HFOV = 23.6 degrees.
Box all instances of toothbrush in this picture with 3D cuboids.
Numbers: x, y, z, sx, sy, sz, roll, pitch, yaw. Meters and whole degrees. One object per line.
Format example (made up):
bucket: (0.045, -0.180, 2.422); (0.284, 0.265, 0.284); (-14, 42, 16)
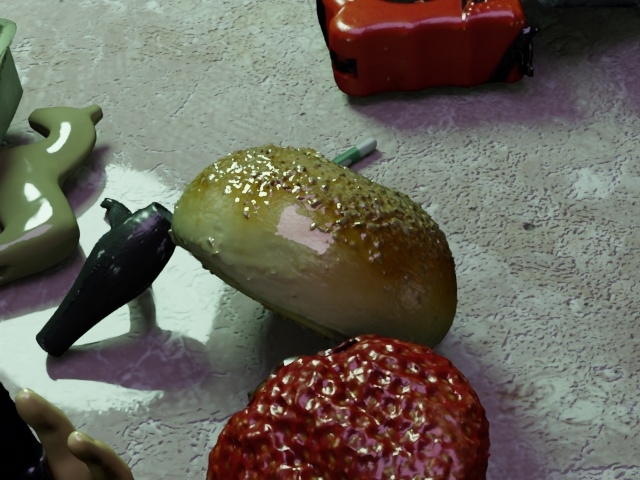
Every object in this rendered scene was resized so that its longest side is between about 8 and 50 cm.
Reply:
toothbrush: (-0.040, -0.054, 1.734); (0.257, 0.018, 0.024); (-31, 56, -21)

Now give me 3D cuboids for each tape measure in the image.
tape measure: (0.122, -0.283, 1.863); (0.253, 0.114, 0.260); (-6, 45, 0)

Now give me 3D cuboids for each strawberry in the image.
strawberry: (0.030, 0.219, 1.305); (0.239, 0.250, 0.288); (-13, 29, -8)

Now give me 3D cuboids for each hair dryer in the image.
hair dryer: (-0.232, 0.012, 1.654); (0.195, 0.075, 0.219); (-46, 23, 11)

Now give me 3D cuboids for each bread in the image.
bread: (0.000, 0.000, 1.507); (0.306, 0.305, 0.158); (25, 96, 24)

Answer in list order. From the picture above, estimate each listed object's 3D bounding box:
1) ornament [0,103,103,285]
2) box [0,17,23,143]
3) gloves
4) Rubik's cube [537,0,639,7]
ornament: (-0.338, -0.057, 1.733); (0.245, 0.061, 0.230); (-22, 49, -10)
box: (-0.494, -0.171, 1.742); (0.291, 0.166, 0.220); (-6, 39, 13)
gloves: (-0.257, 0.255, 1.385); (0.197, 0.152, 0.301); (-23, 75, -23)
Rubik's cube: (0.352, -0.485, 1.831); (0.318, 0.316, 0.313); (-5, 43, -36)
